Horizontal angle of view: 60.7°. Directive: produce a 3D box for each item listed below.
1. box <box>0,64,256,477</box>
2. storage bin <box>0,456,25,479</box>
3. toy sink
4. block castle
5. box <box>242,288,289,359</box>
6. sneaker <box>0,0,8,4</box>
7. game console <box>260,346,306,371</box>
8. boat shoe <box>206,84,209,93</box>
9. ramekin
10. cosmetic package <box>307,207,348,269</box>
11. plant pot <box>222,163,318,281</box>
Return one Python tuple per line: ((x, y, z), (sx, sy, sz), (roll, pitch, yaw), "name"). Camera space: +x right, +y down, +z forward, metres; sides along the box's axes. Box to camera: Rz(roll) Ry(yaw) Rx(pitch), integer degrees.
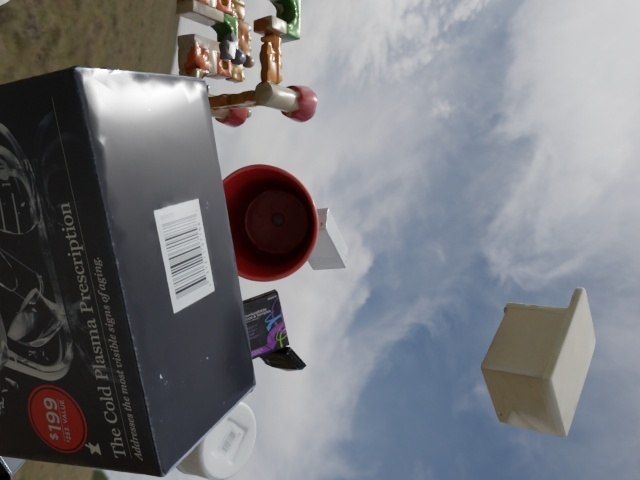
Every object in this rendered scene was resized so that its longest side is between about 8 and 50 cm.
((-0.265, 0.028, 0.560), (0.179, 0.312, 0.344), (-31, 115, -64), "box")
((-0.639, 0.435, 1.032), (0.098, 0.135, 0.091), (58, -3, -3), "storage bin")
((0.403, 0.208, 1.008), (0.131, 0.153, 0.234), (2, -141, 40), "toy sink")
((-0.158, -0.506, 1.297), (0.302, 0.212, 0.454), (2, -86, 33), "block castle")
((-0.151, 0.219, 1.426), (0.029, 0.116, 0.162), (27, -48, 61), "box")
((-0.922, -0.658, 1.417), (0.131, 0.148, 0.350), (110, -8, -53), "sneaker")
((-0.221, 0.393, 2.151), (0.213, 0.361, 0.044), (-6, -140, 45), "game console")
((-0.397, -0.494, 1.850), (0.125, 0.038, 0.046), (162, -66, -72), "boat shoe")
((-0.333, 0.626, 1.753), (0.135, 0.277, 0.278), (2, -98, 37), "ramekin")
((0.000, 0.000, 1.665), (0.231, 0.117, 0.086), (64, 26, -52), "cosmetic package")
((-0.126, -0.046, 1.381), (0.243, 0.274, 0.275), (-32, 132, -84), "plant pot")
